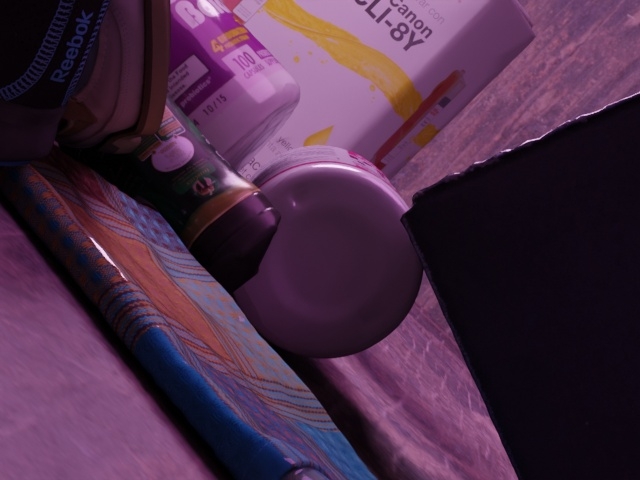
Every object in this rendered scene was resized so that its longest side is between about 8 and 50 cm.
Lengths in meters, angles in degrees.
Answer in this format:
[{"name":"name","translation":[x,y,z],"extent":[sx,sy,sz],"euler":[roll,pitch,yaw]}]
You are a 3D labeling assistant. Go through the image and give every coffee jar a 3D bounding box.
[{"name":"coffee jar","translation":[-0.112,-0.044,1.356],"extent":[0.184,0.079,0.096],"euler":[47,-27,11]}]

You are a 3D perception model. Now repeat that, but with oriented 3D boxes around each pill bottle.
[{"name":"pill bottle","translation":[0.000,0.000,1.574],"extent":[0.160,0.160,0.283],"euler":[45,4,-7]},{"name":"pill bottle","translation":[-0.174,-0.175,1.508],"extent":[0.301,0.169,0.169],"euler":[46,4,3]}]

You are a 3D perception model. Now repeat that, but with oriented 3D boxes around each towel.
[{"name":"towel","translation":[-0.073,0.059,1.118],"extent":[0.370,0.040,0.271],"euler":[48,4,29]}]

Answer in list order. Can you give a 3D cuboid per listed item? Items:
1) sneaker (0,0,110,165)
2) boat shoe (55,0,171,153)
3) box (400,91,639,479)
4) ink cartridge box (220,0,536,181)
[{"name":"sneaker","translation":[-0.239,-0.195,1.078],"extent":[0.341,0.139,0.125],"euler":[45,25,25]},{"name":"boat shoe","translation":[-0.157,-0.118,1.161],"extent":[0.103,0.113,0.302],"euler":[4,-14,-12]},{"name":"box","translation":[0.293,0.136,1.348],"extent":[0.472,0.297,0.479],"euler":[-4,70,-82]},{"name":"ink cartridge box","translation":[-0.005,-0.202,1.951],"extent":[0.279,0.385,0.160],"euler":[47,4,21]}]
